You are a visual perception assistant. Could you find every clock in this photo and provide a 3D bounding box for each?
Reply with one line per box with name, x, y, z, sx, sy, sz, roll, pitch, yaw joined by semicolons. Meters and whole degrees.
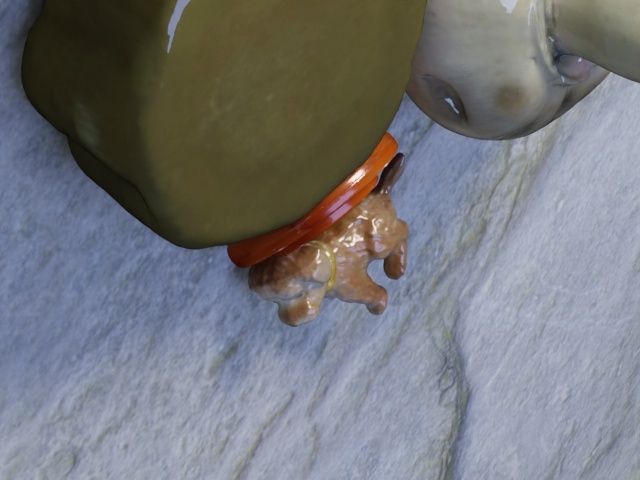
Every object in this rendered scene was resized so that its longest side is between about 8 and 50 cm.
clock;-0.007;-0.040;1.872;0.205;0.205;0.051;-43;100;-25

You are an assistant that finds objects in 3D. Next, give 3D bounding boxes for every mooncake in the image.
mooncake;-0.087;-0.188;1.677;0.378;0.201;0.378;-31;137;-33

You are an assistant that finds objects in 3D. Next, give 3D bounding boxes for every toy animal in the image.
toy animal;0.007;-0.005;1.978;0.185;0.104;0.184;-5;117;-44

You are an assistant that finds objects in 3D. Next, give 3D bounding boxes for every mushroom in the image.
mushroom;0.224;-0.282;1.921;0.353;0.353;0.325;-32;103;-35
